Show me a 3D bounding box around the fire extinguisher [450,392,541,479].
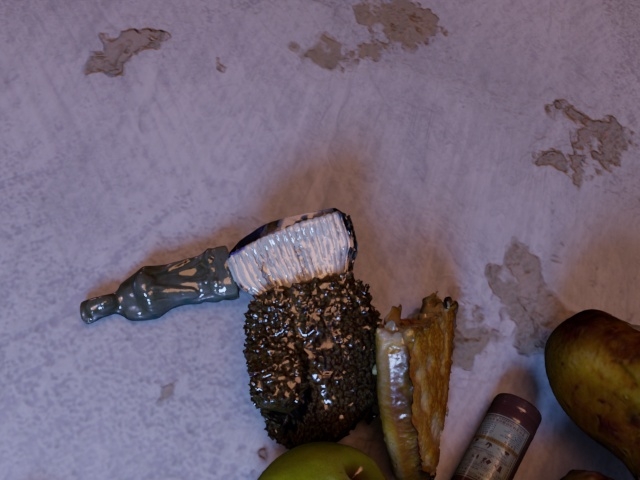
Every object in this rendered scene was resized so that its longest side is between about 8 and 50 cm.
[{"bbox_3d":[0.209,0.313,0.897,0.099,0.071,0.231,23,60,31],"label":"fire extinguisher"}]

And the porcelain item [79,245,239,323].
[{"bbox_3d":[-0.225,0.067,0.920,0.216,0.069,0.081,-14,73,-13],"label":"porcelain item"}]

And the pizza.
[{"bbox_3d":[0.122,0.153,0.866,0.074,0.251,0.287,2,55,20],"label":"pizza"}]

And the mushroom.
[{"bbox_3d":[0.482,0.201,0.858,0.345,0.345,0.259,37,102,6],"label":"mushroom"}]

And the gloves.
[{"bbox_3d":[-0.017,0.124,0.868,0.210,0.135,0.312,-15,84,-24],"label":"gloves"}]

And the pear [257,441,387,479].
[{"bbox_3d":[-0.011,0.344,0.787,0.166,0.216,0.180,33,20,16],"label":"pear"}]

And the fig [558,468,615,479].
[{"bbox_3d":[0.360,0.416,0.801,0.224,0.224,0.263,-10,59,-17],"label":"fig"}]

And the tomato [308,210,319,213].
[{"bbox_3d":[0.000,0.000,0.992,0.087,0.075,0.087,0,49,0],"label":"tomato"}]
